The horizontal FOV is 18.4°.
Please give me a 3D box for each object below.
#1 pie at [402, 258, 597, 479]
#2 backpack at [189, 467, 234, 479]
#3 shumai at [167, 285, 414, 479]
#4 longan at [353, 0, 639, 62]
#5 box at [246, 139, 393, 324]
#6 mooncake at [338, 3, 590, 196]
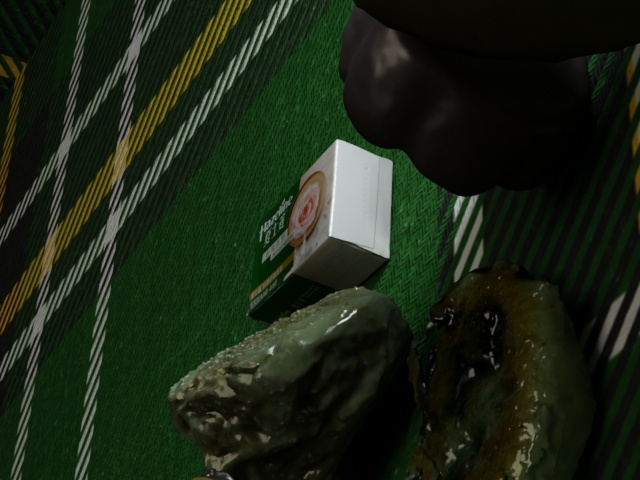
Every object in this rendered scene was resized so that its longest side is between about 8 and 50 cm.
[{"bbox_3d":[0.131,0.191,1.723,0.296,0.078,0.371,-18,54,62],"label":"pie"},{"bbox_3d":[-0.071,0.377,1.743,0.201,0.353,0.378,-29,11,-23],"label":"backpack"},{"bbox_3d":[0.001,0.178,1.987,0.260,0.222,0.225,-33,1,9],"label":"shumai"},{"bbox_3d":[0.197,-0.335,1.589,0.436,0.404,0.404,-35,34,19],"label":"longan"},{"bbox_3d":[0.000,0.000,2.202,0.199,0.081,0.135,-43,34,46],"label":"box"},{"bbox_3d":[0.131,-0.153,1.819,0.133,0.245,0.245,-59,24,33],"label":"mooncake"}]
